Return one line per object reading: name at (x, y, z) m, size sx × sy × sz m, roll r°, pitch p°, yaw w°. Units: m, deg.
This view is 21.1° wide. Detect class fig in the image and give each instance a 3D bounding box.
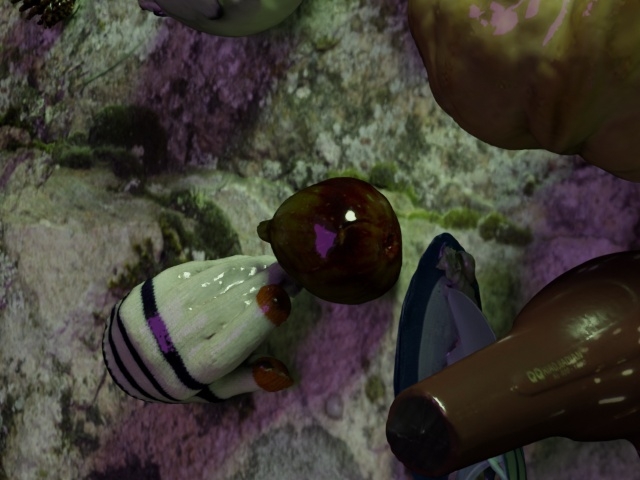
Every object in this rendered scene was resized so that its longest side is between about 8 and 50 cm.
fig at (0.000, 0.000, 1.498) m, size 0.154 × 0.103 × 0.109 m, roll -2°, pitch 63°, yaw 40°

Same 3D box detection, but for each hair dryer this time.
hair dryer at (0.225, 0.180, 1.129) m, size 0.123 × 0.312 × 0.340 m, roll -38°, pitch 80°, yaw 45°

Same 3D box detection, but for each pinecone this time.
pinecone at (-0.309, -0.276, 1.896) m, size 0.077 × 0.083 × 0.077 m, roll -158°, pitch 90°, yaw -89°

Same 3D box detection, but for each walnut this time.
walnut at (0.216, -0.179, 1.142) m, size 0.296 × 0.285 × 0.285 m, roll 20°, pitch 106°, yaw 6°

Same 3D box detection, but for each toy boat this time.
toy boat at (0.107, 0.138, 1.309) m, size 0.291 × 0.070 × 0.210 m, roll -106°, pitch 15°, yaw -55°

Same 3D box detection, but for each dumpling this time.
dumpling at (-0.080, -0.302, 1.594) m, size 0.243 × 0.175 × 0.227 m, roll 17°, pitch 69°, yaw 33°

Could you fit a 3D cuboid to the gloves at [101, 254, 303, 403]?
gloves at (-0.111, 0.084, 1.601) m, size 0.218 × 0.131 × 0.140 m, roll -28°, pitch 68°, yaw 54°
